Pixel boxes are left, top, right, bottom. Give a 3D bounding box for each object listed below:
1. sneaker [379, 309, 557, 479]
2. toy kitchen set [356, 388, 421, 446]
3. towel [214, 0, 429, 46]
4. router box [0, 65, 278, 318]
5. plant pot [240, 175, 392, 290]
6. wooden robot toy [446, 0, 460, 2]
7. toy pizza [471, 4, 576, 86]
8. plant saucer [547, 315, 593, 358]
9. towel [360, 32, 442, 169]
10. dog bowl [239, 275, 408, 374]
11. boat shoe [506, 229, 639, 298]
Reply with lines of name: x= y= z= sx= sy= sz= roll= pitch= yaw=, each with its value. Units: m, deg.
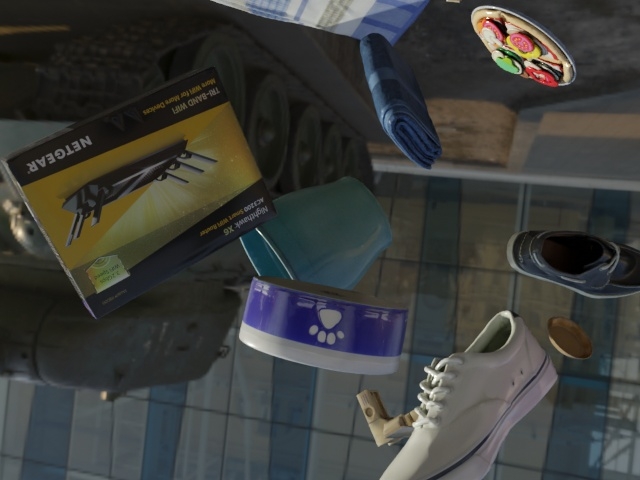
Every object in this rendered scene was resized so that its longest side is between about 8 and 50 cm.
sneaker: x=0.125 y=0.156 z=0.652 sx=0.258 sy=0.091 sz=0.094 roll=-33 pitch=-178 yaw=-41
toy kitchen set: x=0.091 y=0.213 z=0.887 sx=0.083 sy=0.075 sz=0.068 roll=-37 pitch=151 yaw=23
towel: x=-0.013 y=-0.312 z=0.816 sx=0.285 sy=0.034 sz=0.209 roll=12 pitch=169 yaw=-12
router box: x=-0.244 y=-0.074 z=0.985 sx=0.309 sy=0.242 sz=0.081 roll=-32 pitch=-156 yaw=-21
plant pot: x=0.000 y=0.000 z=1.474 sx=0.255 sy=0.271 sz=0.272 roll=-33 pitch=-167 yaw=-17
wooden robot toy: x=0.171 y=-0.411 z=1.062 sx=0.076 sy=0.079 sz=0.173 roll=26 pitch=173 yaw=25
toy pizza: x=0.329 y=-0.314 z=1.150 sx=0.201 sy=0.032 sz=0.201 roll=36 pitch=-179 yaw=0
plant saucer: x=0.394 y=0.158 z=1.107 sx=0.084 sy=0.015 sz=0.083 roll=17 pitch=-140 yaw=-15
towel: x=0.061 y=-0.114 z=0.560 sx=0.029 sy=0.119 sz=0.067 roll=-32 pitch=132 yaw=22
dog bowl: x=0.007 y=0.134 z=1.136 sx=0.265 sy=0.104 sz=0.265 roll=12 pitch=180 yaw=0
boat shoe: x=0.382 y=0.031 z=0.972 sx=0.233 sy=0.084 sz=0.079 roll=11 pitch=166 yaw=-15
